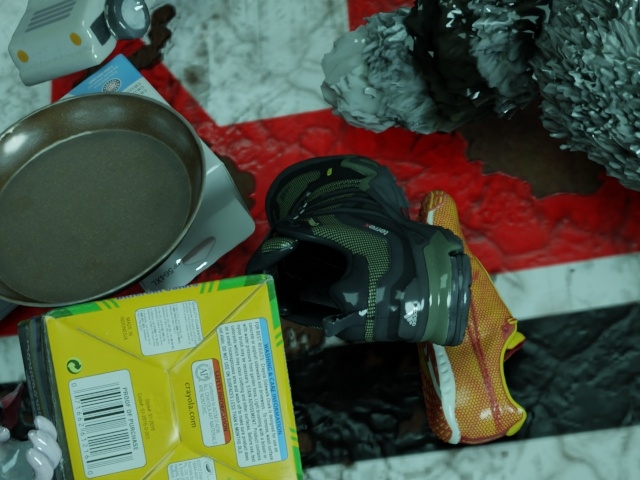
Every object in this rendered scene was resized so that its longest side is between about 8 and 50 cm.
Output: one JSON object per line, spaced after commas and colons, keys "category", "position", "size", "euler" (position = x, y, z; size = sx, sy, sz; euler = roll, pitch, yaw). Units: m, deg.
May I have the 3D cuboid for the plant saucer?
{"category": "plant saucer", "position": [-0.150, -0.022, 0.999], "size": [0.169, 0.029, 0.168], "euler": [-8, 52, 10]}

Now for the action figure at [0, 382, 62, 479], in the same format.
{"category": "action figure", "position": [-0.235, 0.231, 0.860], "size": [0.248, 0.275, 0.370], "euler": [3, 46, 24]}

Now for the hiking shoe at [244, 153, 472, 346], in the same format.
{"category": "hiking shoe", "position": [0.000, 0.000, 0.979], "size": [0.114, 0.086, 0.227], "euler": [-2, 18, -26]}

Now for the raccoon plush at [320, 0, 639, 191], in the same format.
{"category": "raccoon plush", "position": [0.225, -0.024, 0.983], "size": [0.446, 0.216, 0.299], "euler": [-16, 71, 39]}

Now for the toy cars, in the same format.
{"category": "toy cars", "position": [-0.076, -0.258, 1.147], "size": [0.394, 0.087, 0.176], "euler": [-36, 25, -7]}

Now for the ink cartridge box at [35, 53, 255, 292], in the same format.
{"category": "ink cartridge box", "position": [-0.119, -0.037, 1.079], "size": [0.092, 0.090, 0.143], "euler": [-39, 60, -8]}

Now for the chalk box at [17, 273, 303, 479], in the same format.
{"category": "chalk box", "position": [-0.103, 0.099, 0.945], "size": [0.132, 0.213, 0.132], "euler": [-9, 88, -15]}

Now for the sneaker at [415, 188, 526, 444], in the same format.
{"category": "sneaker", "position": [0.092, 0.048, 1.009], "size": [0.067, 0.064, 0.175], "euler": [-3, 65, -10]}

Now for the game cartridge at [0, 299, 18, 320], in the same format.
{"category": "game cartridge", "position": [-0.347, -0.008, 1.142], "size": [0.196, 0.060, 0.294], "euler": [-43, 61, -7]}
